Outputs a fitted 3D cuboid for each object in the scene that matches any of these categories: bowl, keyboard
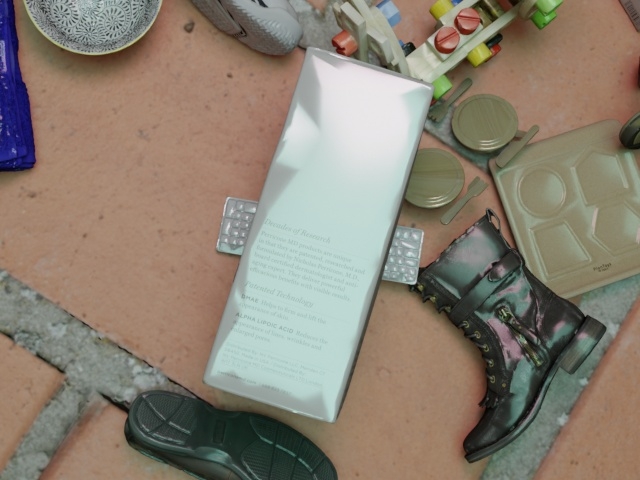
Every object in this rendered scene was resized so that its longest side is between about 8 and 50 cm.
[{"bbox_3d":[-0.278,-0.304,1.246,0.170,0.080,0.170,1,85,-6],"label":"bowl"},{"bbox_3d":[0.000,0.000,1.269,0.255,0.014,0.072,10,84,1],"label":"keyboard"}]

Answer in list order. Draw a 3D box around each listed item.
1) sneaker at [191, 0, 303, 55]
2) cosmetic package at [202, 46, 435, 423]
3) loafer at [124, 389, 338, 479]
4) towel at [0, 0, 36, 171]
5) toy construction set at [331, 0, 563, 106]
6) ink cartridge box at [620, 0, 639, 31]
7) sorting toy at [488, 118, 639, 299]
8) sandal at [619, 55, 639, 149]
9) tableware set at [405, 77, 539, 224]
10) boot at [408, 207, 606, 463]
[{"bbox_3d":[-0.116,-0.415,1.248,0.366,0.137,0.210,44,79,-4],"label":"sneaker"},{"bbox_3d":[0.002,-0.002,1.155,0.156,0.217,0.385,16,84,2],"label":"cosmetic package"},{"bbox_3d":[-0.111,0.259,1.223,0.267,0.084,0.096,24,51,-8],"label":"loafer"},{"bbox_3d":[-0.461,-0.230,1.182,0.227,0.076,0.308,-6,85,-33],"label":"towel"},{"bbox_3d":[0.168,-0.271,1.228,0.327,0.215,0.151,-24,86,-8],"label":"toy construction set"},{"bbox_3d":[0.535,-0.437,1.366,0.332,0.065,0.165,-29,88,-7],"label":"ink cartridge box"},{"bbox_3d":[0.338,-0.039,1.320,0.192,0.038,0.208,-18,82,-8],"label":"sorting toy"},{"bbox_3d":[0.471,-0.238,1.324,0.086,0.120,0.303,33,71,14],"label":"sandal"},{"bbox_3d":[0.178,-0.110,1.298,0.128,0.039,0.194,40,75,22],"label":"tableware set"},{"bbox_3d":[0.202,0.120,1.267,0.229,0.091,0.263,40,92,10],"label":"boot"}]
